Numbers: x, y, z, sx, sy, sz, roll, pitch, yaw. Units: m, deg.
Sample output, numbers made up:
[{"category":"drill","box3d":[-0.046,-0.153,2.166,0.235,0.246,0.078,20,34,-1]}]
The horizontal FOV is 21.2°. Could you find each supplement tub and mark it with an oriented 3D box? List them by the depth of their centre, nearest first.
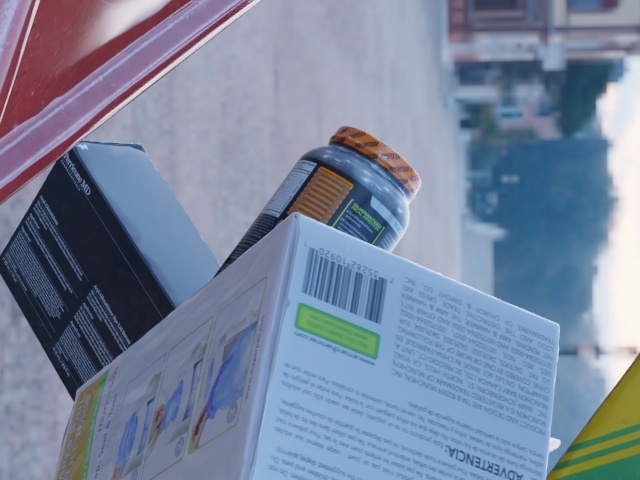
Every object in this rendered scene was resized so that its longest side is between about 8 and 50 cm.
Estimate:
[{"category":"supplement tub","box3d":[0.000,0.000,1.514,0.190,0.117,0.117,-54,165,-12]}]

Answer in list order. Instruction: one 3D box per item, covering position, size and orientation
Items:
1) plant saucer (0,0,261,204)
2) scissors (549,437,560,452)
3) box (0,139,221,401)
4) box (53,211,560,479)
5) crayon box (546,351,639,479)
[{"category":"plant saucer","box3d":[-0.030,-0.127,0.418,0.258,0.047,0.259,-49,167,-54]},{"category":"scissors","box3d":[0.155,0.171,1.335,0.297,0.021,0.109,58,46,-67]},{"category":"box","box3d":[-0.199,0.053,1.723,0.261,0.103,0.184,55,-53,29]},{"category":"box","box3d":[-0.017,0.089,0.636,0.203,0.114,0.103,-36,-144,52]},{"category":"crayon box","box3d":[0.224,0.082,0.984,0.203,0.083,0.323,-37,162,-49]}]
